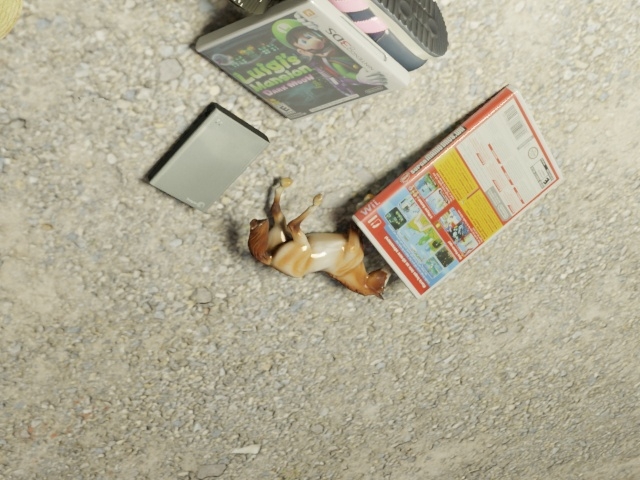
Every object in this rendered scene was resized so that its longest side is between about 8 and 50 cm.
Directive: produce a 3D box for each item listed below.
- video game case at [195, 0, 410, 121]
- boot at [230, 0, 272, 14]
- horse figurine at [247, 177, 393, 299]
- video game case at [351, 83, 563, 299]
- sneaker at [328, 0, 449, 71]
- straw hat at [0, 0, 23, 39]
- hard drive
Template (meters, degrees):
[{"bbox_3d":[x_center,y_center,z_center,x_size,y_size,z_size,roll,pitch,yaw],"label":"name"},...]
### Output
[{"bbox_3d":[-0.021,-0.207,1.101,0.190,0.022,0.173,-10,148,42],"label":"video game case"},{"bbox_3d":[-0.137,-0.318,0.981,0.077,0.137,0.198,-58,145,-7],"label":"boot"},{"bbox_3d":[0.000,0.000,1.336,0.263,0.066,0.174,2,126,-30],"label":"horse figurine"},{"bbox_3d":[0.202,-0.062,1.353,0.285,0.025,0.204,-40,133,1],"label":"video game case"},{"bbox_3d":[0.001,-0.290,1.060,0.131,0.112,0.319,-21,130,40],"label":"sneaker"},{"bbox_3d":[-0.380,-0.243,0.977,0.144,0.061,0.144,-11,132,-12],"label":"straw hat"},{"bbox_3d":[-0.144,-0.104,1.218,0.094,0.022,0.135,30,115,-38],"label":"hard drive"}]
